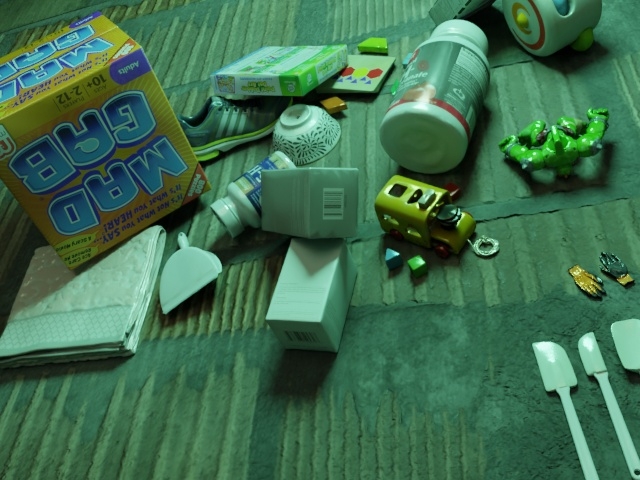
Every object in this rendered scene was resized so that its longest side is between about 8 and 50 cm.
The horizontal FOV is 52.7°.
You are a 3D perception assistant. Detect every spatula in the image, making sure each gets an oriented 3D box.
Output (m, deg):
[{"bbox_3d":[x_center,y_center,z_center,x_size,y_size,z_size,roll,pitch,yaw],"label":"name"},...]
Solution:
[{"bbox_3d":[0.415,0.228,0.913,0.168,0.019,0.242,-14,47,10],"label":"spatula"}]

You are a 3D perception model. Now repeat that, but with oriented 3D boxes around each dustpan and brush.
[{"bbox_3d":[-0.279,0.047,1.342,0.147,0.060,0.211,-35,52,8],"label":"dustpan and brush"}]

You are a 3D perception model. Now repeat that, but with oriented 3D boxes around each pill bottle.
[{"bbox_3d":[-0.131,-0.092,1.353,0.186,0.112,0.112,-37,47,-11],"label":"pill bottle"},{"bbox_3d":[0.249,-0.306,1.336,0.176,0.176,0.318,6,54,27],"label":"pill bottle"}]

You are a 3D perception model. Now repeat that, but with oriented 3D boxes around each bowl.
[{"bbox_3d":[-0.045,-0.260,1.485,0.170,0.080,0.170,-11,47,12],"label":"bowl"}]

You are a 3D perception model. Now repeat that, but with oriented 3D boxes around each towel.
[{"bbox_3d":[-0.510,0.114,1.376,0.332,0.053,0.317,-9,48,15],"label":"towel"}]

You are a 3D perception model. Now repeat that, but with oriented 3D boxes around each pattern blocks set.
[{"bbox_3d":[0.082,-0.408,1.593,0.325,0.026,0.285,20,59,36],"label":"pattern blocks set"}]

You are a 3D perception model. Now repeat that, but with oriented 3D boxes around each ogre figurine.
[{"bbox_3d":[0.439,-0.181,1.206,0.197,0.097,0.118,1,39,9],"label":"ogre figurine"}]

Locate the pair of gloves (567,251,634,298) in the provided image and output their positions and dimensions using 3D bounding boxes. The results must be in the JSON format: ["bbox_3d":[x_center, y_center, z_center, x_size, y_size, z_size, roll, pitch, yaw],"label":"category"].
[{"bbox_3d":[0.456,0.055,1.051,0.083,0.010,0.074,-25,46,-1],"label":"pair of gloves"}]

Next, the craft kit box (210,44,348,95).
[{"bbox_3d":[-0.094,-0.414,1.559,0.246,0.061,0.250,5,32,29],"label":"craft kit box"}]

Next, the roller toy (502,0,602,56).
[{"bbox_3d":[0.489,-0.506,1.397,0.146,0.191,0.209,-30,47,-3],"label":"roller toy"}]

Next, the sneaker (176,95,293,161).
[{"bbox_3d":[-0.207,-0.298,1.550,0.300,0.121,0.111,-27,40,-2],"label":"sneaker"}]

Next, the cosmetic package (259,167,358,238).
[{"bbox_3d":[-0.028,-0.072,1.201,0.107,0.127,0.238,-2,7,-23],"label":"cosmetic package"}]

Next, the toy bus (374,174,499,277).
[{"bbox_3d":[0.198,-0.048,1.183,0.202,0.104,0.191,-18,47,8],"label":"toy bus"}]

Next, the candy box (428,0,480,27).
[{"bbox_3d":[0.362,-0.584,1.506,0.159,0.071,0.233,-32,3,-7],"label":"candy box"}]

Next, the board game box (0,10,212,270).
[{"bbox_3d":[-0.521,-0.232,1.426,0.356,0.356,0.356,-32,40,-13],"label":"board game box"}]

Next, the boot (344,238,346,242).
[{"bbox_3d":[0.000,0.000,1.274,0.118,0.042,0.087,-24,39,3],"label":"boot"}]

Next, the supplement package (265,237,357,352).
[{"bbox_3d":[-0.011,0.094,1.146,0.105,0.105,0.179,0,52,23],"label":"supplement package"}]
